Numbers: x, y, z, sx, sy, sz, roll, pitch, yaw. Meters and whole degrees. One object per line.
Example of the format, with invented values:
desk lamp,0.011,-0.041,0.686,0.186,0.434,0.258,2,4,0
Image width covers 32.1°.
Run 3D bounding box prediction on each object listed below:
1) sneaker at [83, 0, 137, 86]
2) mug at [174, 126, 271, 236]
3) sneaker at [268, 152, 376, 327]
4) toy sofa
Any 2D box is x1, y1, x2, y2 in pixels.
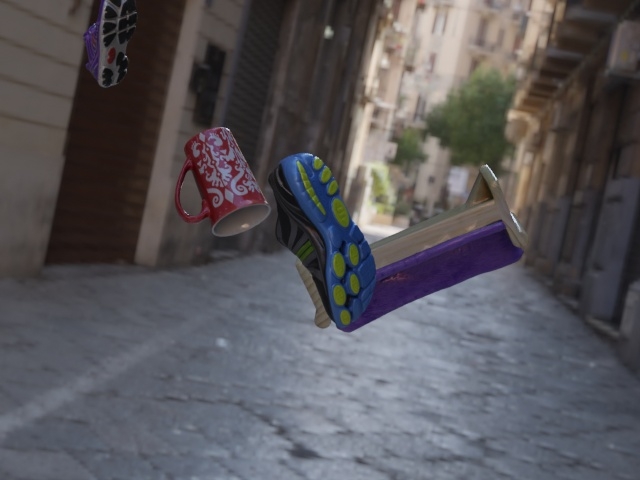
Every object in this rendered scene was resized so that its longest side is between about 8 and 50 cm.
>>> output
sneaker,-0.324,-0.307,1.652,0.071,0.170,0.068,38,42,20
mug,-0.183,-0.107,1.966,0.150,0.169,0.113,-3,-28,-47
sneaker,0.000,0.000,1.167,0.067,0.188,0.078,-27,7,-34
toy sofa,0.153,0.033,1.807,0.362,0.177,0.150,-23,11,7
